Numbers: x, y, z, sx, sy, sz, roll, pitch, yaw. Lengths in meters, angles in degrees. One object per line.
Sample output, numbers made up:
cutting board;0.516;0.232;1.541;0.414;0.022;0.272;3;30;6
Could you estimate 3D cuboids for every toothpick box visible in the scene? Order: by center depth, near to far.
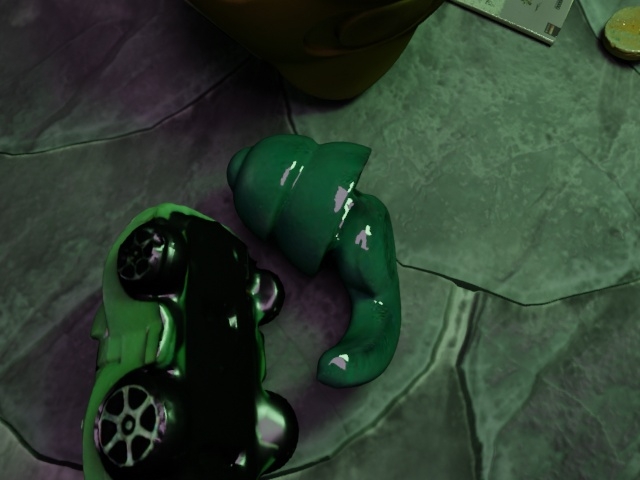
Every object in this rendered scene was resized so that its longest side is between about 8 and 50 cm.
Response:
toothpick box;-0.018;-0.417;0.787;0.408;0.409;0.426;-20;81;-11

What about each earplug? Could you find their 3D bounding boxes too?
earplug;-0.003;0.006;0.786;0.280;0.164;0.257;32;80;5

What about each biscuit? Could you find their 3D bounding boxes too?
biscuit;0.521;-0.289;0.958;0.234;0.030;0.153;3;65;14

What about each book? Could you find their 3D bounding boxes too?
book;0.280;-0.371;1.000;0.181;0.014;0.127;25;72;4

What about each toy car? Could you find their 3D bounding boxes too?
toy car;-0.153;0.150;0.710;0.176;0.213;0.359;-17;67;27
